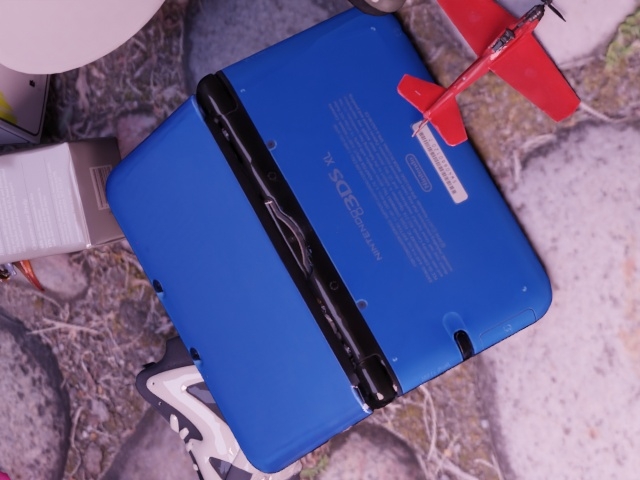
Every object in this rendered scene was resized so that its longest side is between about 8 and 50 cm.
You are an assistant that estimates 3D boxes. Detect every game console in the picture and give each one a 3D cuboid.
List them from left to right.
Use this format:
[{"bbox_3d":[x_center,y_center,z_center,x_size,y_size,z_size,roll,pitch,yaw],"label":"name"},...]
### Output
[{"bbox_3d":[0.000,0.000,1.381,0.293,0.250,0.173,61,164,8],"label":"game console"}]

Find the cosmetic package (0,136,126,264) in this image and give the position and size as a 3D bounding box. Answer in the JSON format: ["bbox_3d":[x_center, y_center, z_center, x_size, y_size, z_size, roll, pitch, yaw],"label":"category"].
[{"bbox_3d":[-0.301,-0.025,1.519,0.238,0.127,0.107,-13,93,16],"label":"cosmetic package"}]

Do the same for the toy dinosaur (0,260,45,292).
[{"bbox_3d":[-0.293,-0.004,1.621,0.090,0.047,0.082,17,101,-6],"label":"toy dinosaur"}]

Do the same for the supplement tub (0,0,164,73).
[{"bbox_3d":[-0.273,-0.308,1.397,0.316,0.228,0.228,49,121,28],"label":"supplement tub"}]

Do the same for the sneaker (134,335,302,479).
[{"bbox_3d":[-0.099,0.165,1.484,0.153,0.094,0.235,19,109,30],"label":"sneaker"}]

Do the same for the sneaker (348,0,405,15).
[{"bbox_3d":[-0.025,-0.238,1.367,0.227,0.087,0.130,48,122,19],"label":"sneaker"}]

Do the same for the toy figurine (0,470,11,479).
[{"bbox_3d":[-0.376,0.246,1.678,0.159,0.130,0.173,39,140,10],"label":"toy figurine"}]

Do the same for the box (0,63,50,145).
[{"bbox_3d":[-0.414,-0.146,1.559,0.290,0.169,0.087,-2,75,27],"label":"box"}]

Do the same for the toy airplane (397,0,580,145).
[{"bbox_3d":[0.121,-0.135,1.302,0.151,0.028,0.151,0,88,11],"label":"toy airplane"}]
